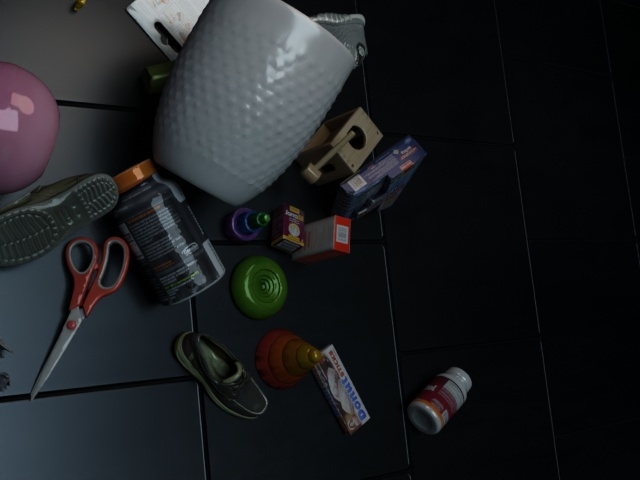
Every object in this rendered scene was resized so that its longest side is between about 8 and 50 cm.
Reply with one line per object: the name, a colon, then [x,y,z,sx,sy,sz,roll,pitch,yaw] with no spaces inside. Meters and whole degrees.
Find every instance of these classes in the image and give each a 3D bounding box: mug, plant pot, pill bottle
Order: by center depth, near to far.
pill bottle: [-0.278,-0.019,1.547,0.130,0.130,0.245,-36,103,-37]
mug: [-0.132,-0.235,1.590,0.276,0.374,0.328,30,90,8]
plant pot: [-0.286,-0.300,1.641,0.079,0.083,0.083,-10,87,-28]
pill bottle: [0.264,0.347,1.928,0.152,0.086,0.086,-38,104,-38]

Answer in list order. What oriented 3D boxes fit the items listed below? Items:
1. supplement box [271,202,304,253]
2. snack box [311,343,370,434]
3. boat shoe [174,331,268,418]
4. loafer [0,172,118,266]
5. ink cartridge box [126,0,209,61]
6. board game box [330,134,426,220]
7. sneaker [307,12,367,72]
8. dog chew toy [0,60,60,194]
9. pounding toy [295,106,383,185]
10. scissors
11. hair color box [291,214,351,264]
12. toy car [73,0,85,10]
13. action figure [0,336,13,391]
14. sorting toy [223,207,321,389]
supplement box: [-0.065,-0.023,1.762,0.055,0.043,0.083,22,53,-33]
snack box: [0.037,0.304,1.798,0.064,0.022,0.178,-34,102,-39]
boat shoe: [-0.172,0.249,1.611,0.223,0.073,0.080,48,56,-20]
loafer: [-0.456,-0.038,1.450,0.251,0.087,0.094,-28,117,-26]
ink cartridge box: [-0.244,-0.454,1.733,0.232,0.066,0.189,-46,111,-13]
board game box: [0.115,-0.107,1.858,0.194,0.194,0.060,-37,75,-20]
sneaker: [0.026,-0.418,1.904,0.229,0.086,0.132,-17,94,-40]
dog chew toy: [-0.571,-0.193,1.320,0.332,0.207,0.206,16,71,-26]
pounding toy: [0.038,-0.169,1.796,0.094,0.181,0.206,50,55,-20]
scissors: [-0.397,0.128,1.468,0.109,0.021,0.297,12,71,-9]
hair color box: [0.000,0.000,1.756,0.043,0.141,0.072,14,72,-36]
toy car: [-0.392,-0.452,1.607,0.060,0.040,0.122,41,58,-25]
action figure: [-0.561,0.207,1.301,0.185,0.099,0.285,31,59,-20]
sorting toy: [-0.079,0.107,1.683,0.127,0.126,0.365,-20,94,-39]
